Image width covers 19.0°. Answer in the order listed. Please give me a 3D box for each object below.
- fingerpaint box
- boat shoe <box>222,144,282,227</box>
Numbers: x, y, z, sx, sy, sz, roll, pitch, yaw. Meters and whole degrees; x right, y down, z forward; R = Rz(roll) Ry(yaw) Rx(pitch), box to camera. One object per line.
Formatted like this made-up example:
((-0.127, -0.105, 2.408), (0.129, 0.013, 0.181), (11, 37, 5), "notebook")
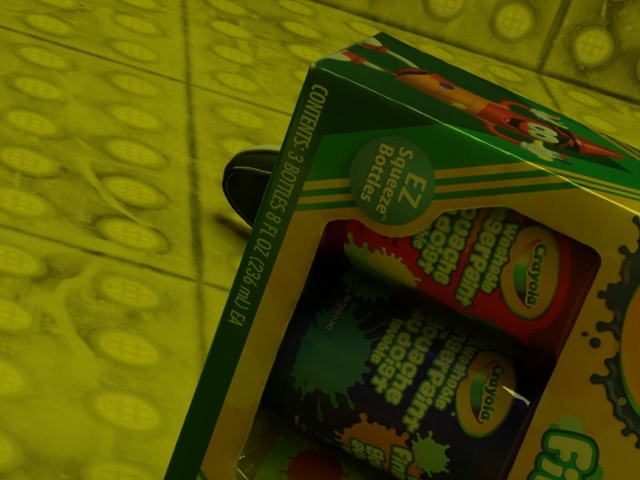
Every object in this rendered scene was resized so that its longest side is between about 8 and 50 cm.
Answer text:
((0.106, 0.124, 1.454), (0.371, 0.444, 0.163), (27, 22, 14), "fingerpaint box")
((0.000, 0.003, 2.128), (0.340, 0.127, 0.113), (34, 47, 25), "boat shoe")
